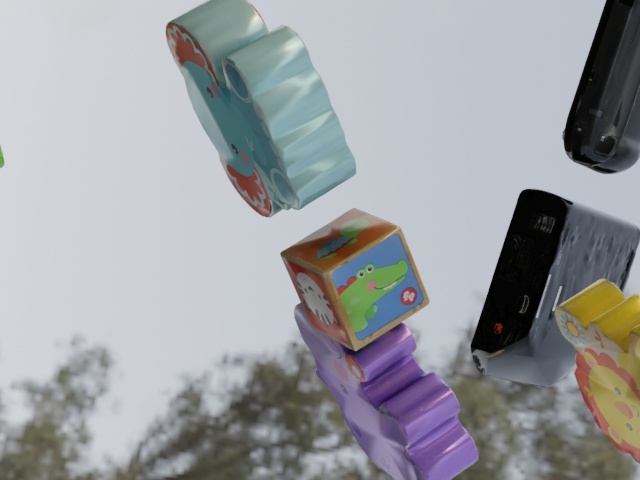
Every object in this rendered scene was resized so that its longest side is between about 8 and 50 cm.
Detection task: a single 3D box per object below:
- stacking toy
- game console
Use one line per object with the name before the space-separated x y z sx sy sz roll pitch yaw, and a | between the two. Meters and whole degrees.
stacking toy | 0.000 0.000 0.419 0.052 0.167 0.221 26 -39 59
game console | 0.205 -0.068 1.254 0.044 0.213 0.361 20 -87 24
